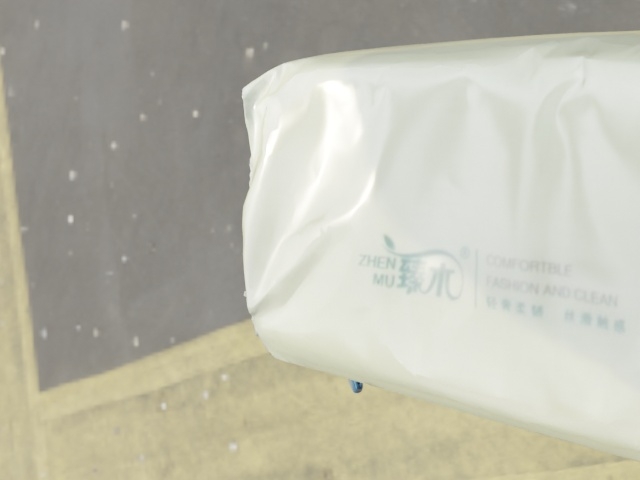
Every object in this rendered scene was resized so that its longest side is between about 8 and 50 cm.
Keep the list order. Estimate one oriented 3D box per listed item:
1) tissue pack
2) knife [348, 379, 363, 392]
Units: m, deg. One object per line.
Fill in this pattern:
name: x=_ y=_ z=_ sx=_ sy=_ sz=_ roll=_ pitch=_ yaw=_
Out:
tissue pack: x=0.174 y=-0.010 z=0.591 sx=0.380 sy=0.297 sz=0.207 roll=8 pitch=102 yaw=46
knife: x=-0.002 y=0.000 z=0.833 sx=0.297 sy=0.026 sz=0.044 roll=-105 pitch=10 yaw=-46
